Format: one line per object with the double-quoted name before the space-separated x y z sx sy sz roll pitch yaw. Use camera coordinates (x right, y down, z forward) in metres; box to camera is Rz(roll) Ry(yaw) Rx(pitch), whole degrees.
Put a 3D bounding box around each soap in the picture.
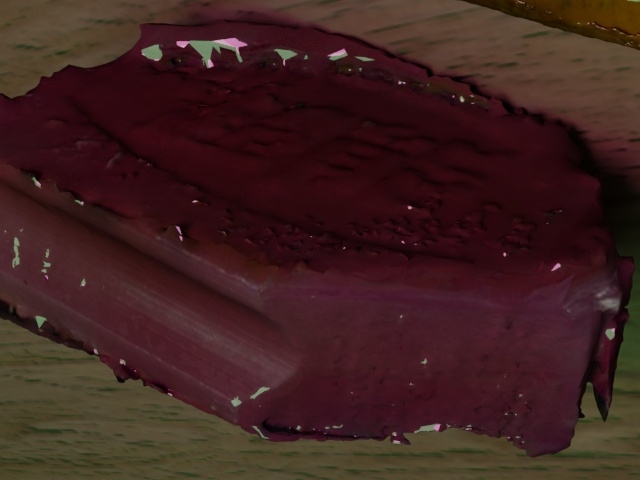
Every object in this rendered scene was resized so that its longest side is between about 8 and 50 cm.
"soap" 0.000 0.000 0.607 0.289 0.182 0.112 24 135 25

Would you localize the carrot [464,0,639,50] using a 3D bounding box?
"carrot" 0.098 -0.108 0.526 0.260 0.070 0.070 23 136 17
